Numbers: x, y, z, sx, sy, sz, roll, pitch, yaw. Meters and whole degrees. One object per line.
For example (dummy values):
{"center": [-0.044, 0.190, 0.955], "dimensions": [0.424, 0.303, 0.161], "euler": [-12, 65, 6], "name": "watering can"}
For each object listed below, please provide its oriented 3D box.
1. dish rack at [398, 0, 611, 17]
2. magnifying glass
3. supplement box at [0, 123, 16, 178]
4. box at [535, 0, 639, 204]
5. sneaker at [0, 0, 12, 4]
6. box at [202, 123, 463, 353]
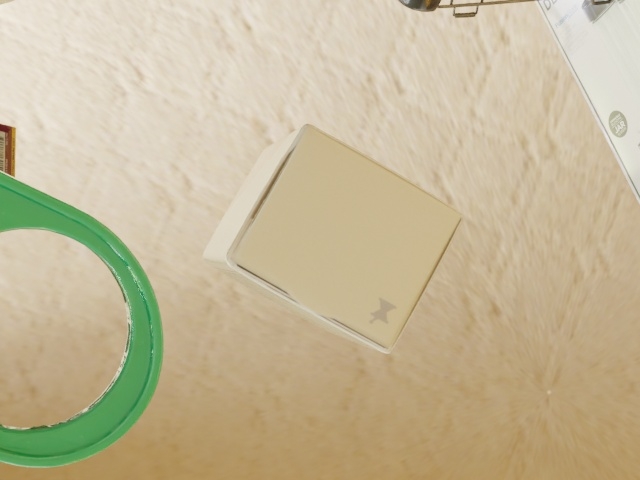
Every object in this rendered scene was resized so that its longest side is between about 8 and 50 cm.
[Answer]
{"center": [0.143, -0.278, 1.531], "dimensions": [0.272, 0.074, 0.208], "euler": [-8, 39, -29], "name": "dish rack"}
{"center": [-0.143, -0.019, 0.596], "dimensions": [0.092, 0.026, 0.231], "euler": [-39, 101, -6], "name": "magnifying glass"}
{"center": [-0.272, -0.054, 1.313], "dimensions": [0.083, 0.043, 0.055], "euler": [-29, 58, 47], "name": "supplement box"}
{"center": [0.331, -0.179, 1.663], "dimensions": [0.087, 0.169, 0.290], "euler": [-17, 75, -28], "name": "box"}
{"center": [-0.380, -0.199, 1.195], "dimensions": [0.410, 0.182, 0.158], "euler": [-13, 111, 0], "name": "sneaker"}
{"center": [0.000, 0.000, 1.378], "dimensions": [0.148, 0.311, 0.121], "euler": [30, 86, -7], "name": "box"}
